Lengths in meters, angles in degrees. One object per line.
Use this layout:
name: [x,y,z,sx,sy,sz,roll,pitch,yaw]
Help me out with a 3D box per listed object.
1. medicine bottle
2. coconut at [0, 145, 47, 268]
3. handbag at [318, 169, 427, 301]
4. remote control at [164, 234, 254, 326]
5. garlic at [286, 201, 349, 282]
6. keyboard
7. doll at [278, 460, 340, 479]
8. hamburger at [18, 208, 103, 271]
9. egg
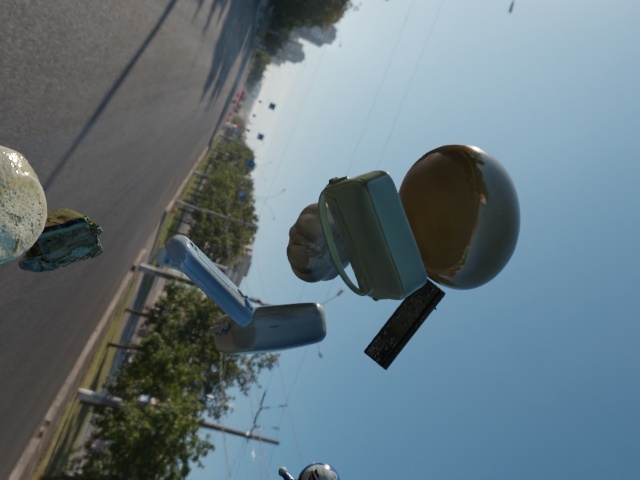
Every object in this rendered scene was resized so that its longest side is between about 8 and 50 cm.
medicine bottle: [-0.147,0.243,1.382,0.375,0.282,0.123,147,-64,-66]
coconut: [-0.629,-0.067,0.863,0.237,0.265,0.237,20,90,-80]
handbag: [0.080,-0.003,0.974,0.219,0.079,0.256,-7,-74,56]
remote control: [-0.205,0.079,0.976,0.047,0.244,0.087,-39,-144,-3]
garlic: [0.001,0.003,1.317,0.152,0.228,0.228,31,-76,32]
keyboard: [0.267,0.258,1.592,0.310,0.101,0.018,-51,177,-5]
doll: [-0.054,0.866,1.755,0.161,0.256,0.215,87,-22,-57]
hamburger: [-0.872,-0.009,1.679,0.192,0.288,0.168,23,-57,41]
egg: [0.339,-0.062,1.266,0.301,0.301,0.374,130,-34,-53]
